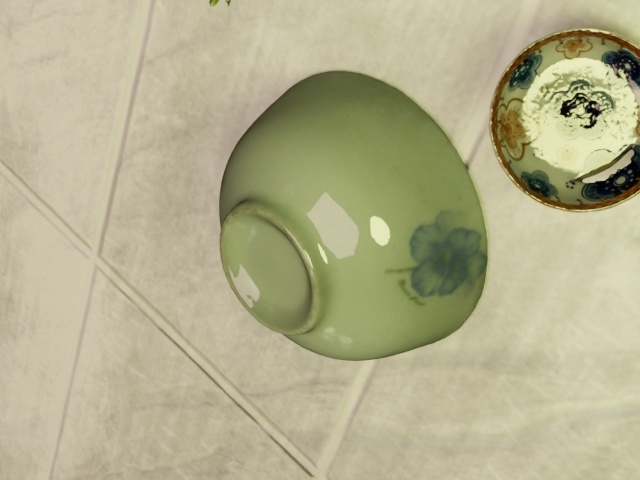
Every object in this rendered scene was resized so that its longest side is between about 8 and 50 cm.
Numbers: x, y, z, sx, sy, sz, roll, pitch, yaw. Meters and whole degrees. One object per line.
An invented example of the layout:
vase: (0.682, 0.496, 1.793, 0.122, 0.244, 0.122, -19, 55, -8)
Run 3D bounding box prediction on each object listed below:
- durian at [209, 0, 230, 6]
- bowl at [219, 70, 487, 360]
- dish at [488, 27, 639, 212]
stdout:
durian: (-0.035, -0.294, 1.158, 0.086, 0.100, 0.215, 42, 130, 25)
bowl: (0.000, 0.000, 1.262, 0.289, 0.146, 0.289, 24, 129, 34)
dish: (0.202, -0.094, 1.058, 0.141, 0.078, 0.141, 1, 96, 6)
